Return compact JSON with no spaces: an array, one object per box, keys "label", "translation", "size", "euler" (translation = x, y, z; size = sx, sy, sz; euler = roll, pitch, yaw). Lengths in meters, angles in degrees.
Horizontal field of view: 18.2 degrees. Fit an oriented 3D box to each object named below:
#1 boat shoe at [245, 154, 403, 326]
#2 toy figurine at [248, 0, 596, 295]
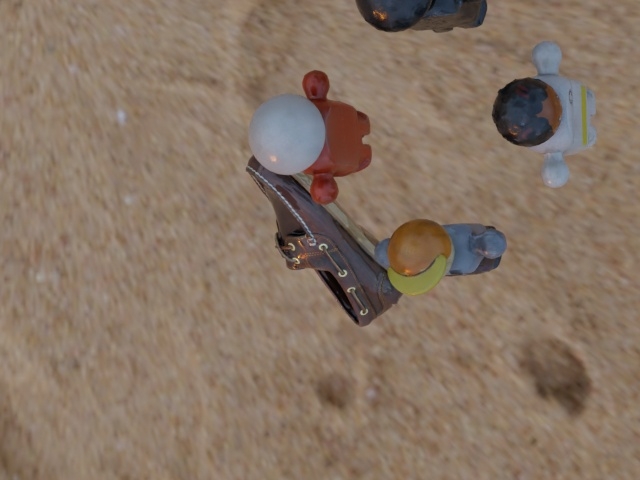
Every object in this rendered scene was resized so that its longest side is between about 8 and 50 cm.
[{"label":"boat shoe","translation":[0.000,0.000,1.694],"size":[0.073,0.073,0.207],"euler":[-44,123,1]},{"label":"toy figurine","translation":[0.078,-0.085,1.459],"size":[0.209,0.148,0.213],"euler":[46,107,18]}]
